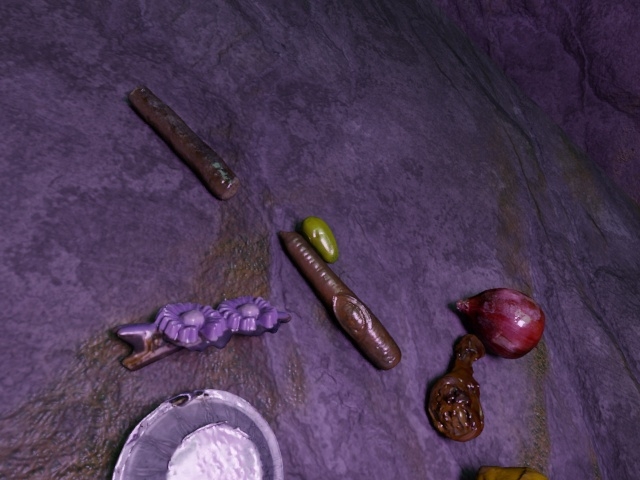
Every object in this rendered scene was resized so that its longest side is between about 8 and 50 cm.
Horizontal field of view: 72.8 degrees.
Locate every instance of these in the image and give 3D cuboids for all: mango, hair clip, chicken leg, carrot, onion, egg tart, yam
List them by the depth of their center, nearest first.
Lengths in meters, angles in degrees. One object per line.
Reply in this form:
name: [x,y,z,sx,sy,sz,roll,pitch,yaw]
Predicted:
egg tart: [-0.147,0.312,0.565,0.234,0.094,0.234,16,56,-26]
hair clip: [-0.165,0.136,0.683,0.292,0.084,0.106,-6,21,-38]
carrot: [0.031,0.106,0.837,0.342,0.070,0.070,50,47,7]
yam: [-0.265,-0.191,0.849,0.274,0.061,0.061,46,47,3]
chicken leg: [0.285,0.286,0.875,0.107,0.087,0.251,55,39,-14]
mango: [0.000,0.000,0.880,0.056,0.073,0.108,-29,74,-12]
onion: [0.395,0.173,0.973,0.195,0.159,0.159,25,48,4]

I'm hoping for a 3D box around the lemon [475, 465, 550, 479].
lemon: [0.335,0.476,0.709,0.181,0.180,0.193,22,35,-19]
